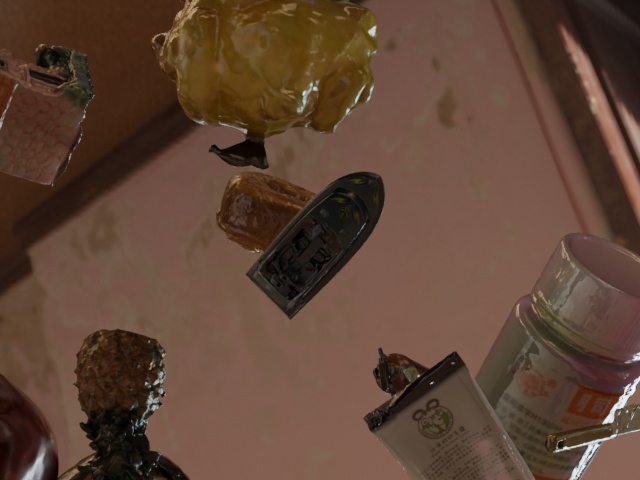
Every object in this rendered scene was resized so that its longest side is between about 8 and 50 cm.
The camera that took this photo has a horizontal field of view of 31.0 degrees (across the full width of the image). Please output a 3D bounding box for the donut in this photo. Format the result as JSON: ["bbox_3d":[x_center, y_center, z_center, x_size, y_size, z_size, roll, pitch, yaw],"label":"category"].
[{"bbox_3d":[-0.066,-0.032,1.910,0.226,0.226,0.114,10,106,-46],"label":"donut"}]

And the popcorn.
[{"bbox_3d":[-0.080,-0.264,1.497,0.297,0.316,0.281,-21,142,-45],"label":"popcorn"}]

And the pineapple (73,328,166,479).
[{"bbox_3d":[-0.269,0.246,1.522,0.128,0.248,0.128,-1,156,0],"label":"pineapple"}]

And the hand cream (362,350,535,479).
[{"bbox_3d":[0.183,0.279,1.240,0.121,0.336,0.076,-35,-163,0],"label":"hand cream"}]

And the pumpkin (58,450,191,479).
[{"bbox_3d":[-0.325,0.500,1.898,0.320,0.320,0.192,-6,150,-23],"label":"pumpkin"}]

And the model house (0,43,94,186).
[{"bbox_3d":[-0.541,-0.252,1.968,0.237,0.237,0.202,15,122,-29],"label":"model house"}]

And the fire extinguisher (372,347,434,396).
[{"bbox_3d":[0.102,0.162,1.297,0.050,0.062,0.177,-25,154,20],"label":"fire extinguisher"}]

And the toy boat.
[{"bbox_3d":[0.000,0.000,1.510,0.246,0.093,0.103,-47,174,25],"label":"toy boat"}]

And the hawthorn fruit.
[{"bbox_3d":[-0.550,0.339,1.754,0.308,0.308,0.325,-15,131,-3],"label":"hawthorn fruit"}]

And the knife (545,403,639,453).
[{"bbox_3d":[0.417,0.255,1.616,0.298,0.047,0.017,-2,-174,-38],"label":"knife"}]

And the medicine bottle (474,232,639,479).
[{"bbox_3d":[0.367,0.198,1.759,0.219,0.219,0.388,4,120,-39],"label":"medicine bottle"}]
